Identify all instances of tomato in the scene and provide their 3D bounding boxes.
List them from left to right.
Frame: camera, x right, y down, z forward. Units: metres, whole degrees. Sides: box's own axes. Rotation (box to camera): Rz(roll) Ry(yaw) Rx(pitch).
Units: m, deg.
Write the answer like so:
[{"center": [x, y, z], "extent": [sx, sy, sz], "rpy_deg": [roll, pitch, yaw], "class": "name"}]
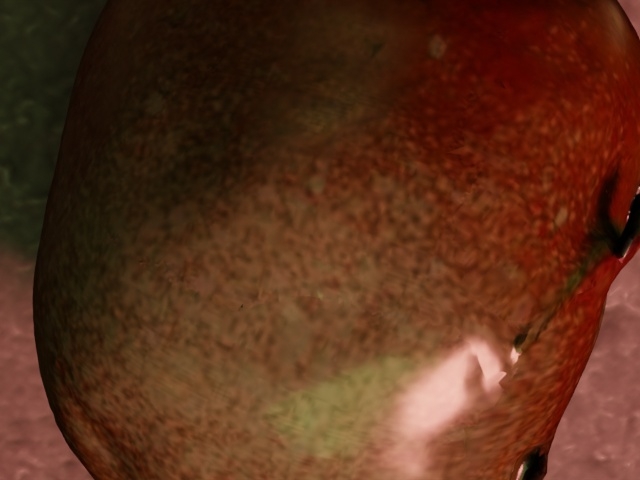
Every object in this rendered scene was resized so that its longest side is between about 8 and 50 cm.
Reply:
[{"center": [0.000, 0.000, 0.741], "extent": [0.239, 0.303, 0.303], "rpy_deg": [20, 121, 0], "class": "tomato"}]

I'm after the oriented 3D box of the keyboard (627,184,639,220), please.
[{"center": [0.205, -0.017, 0.884], "extent": [0.204, 0.013, 0.061], "rpy_deg": [10, 123, -12], "class": "keyboard"}]
